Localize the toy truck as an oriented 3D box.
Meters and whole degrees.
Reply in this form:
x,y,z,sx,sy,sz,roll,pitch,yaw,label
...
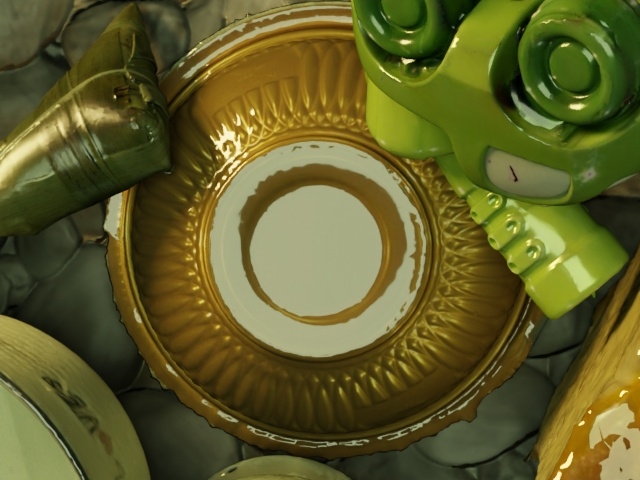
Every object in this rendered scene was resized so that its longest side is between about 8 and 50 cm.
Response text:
x,y,z,sx,sy,sz,roll,pitch,yaw,label
0.100,-0.080,0.853,0.187,0.148,0.210,38,138,15,toy truck

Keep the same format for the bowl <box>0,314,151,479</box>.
x,y,z,sx,sy,sz,roll,pitch,yaw,label
-0.190,0.138,0.945,0.238,0.126,0.238,8,112,21,bowl

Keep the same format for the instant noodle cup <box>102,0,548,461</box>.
x,y,z,sx,sy,sz,roll,pitch,yaw,label
0.000,0.000,0.953,0.274,0.091,0.274,1,96,6,instant noodle cup

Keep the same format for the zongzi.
x,y,z,sx,sy,sz,roll,pitch,yaw,label
-0.160,-0.064,0.960,0.154,0.062,0.130,-24,49,9,zongzi

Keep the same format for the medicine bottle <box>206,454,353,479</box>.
x,y,z,sx,sy,sz,roll,pitch,yaw,label
-0.027,0.200,0.944,0.147,0.143,0.147,0,94,2,medicine bottle

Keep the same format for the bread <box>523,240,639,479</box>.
x,y,z,sx,sy,sz,roll,pitch,yaw,label
0.285,0.075,0.875,0.279,0.207,0.279,25,95,4,bread
